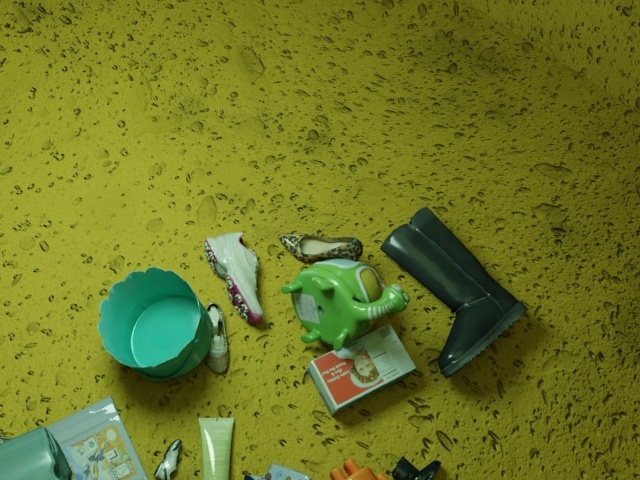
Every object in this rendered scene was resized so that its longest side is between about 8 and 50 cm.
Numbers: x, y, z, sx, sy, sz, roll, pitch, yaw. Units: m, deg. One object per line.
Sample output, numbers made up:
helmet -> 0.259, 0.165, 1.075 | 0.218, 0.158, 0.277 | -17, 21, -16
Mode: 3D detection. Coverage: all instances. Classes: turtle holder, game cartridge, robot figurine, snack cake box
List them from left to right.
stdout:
game cartridge -> -0.557, 0.561, 1.601 | 0.198, 0.062, 0.297 | -23, 67, -25
turtle holder -> 0.071, 0.149, 1.795 | 0.227, 0.320, 0.243 | -27, 81, -40
snack cake box -> 0.115, 0.361, 1.810 | 0.265, 0.089, 0.152 | -22, 69, -20
robot figurine -> 0.110, 0.660, 1.618 | 0.158, 0.128, 0.219 | -5, 56, -53

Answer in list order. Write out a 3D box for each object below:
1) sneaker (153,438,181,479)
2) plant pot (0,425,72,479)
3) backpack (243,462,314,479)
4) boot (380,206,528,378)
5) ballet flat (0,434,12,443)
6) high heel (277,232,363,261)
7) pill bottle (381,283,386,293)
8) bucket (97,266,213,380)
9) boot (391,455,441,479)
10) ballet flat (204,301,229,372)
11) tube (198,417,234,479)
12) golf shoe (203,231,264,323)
sneaker -> -0.381, 0.561, 1.644 | 0.044, 0.040, 0.109 | 32, 63, -10
plant pot -> -0.694, 0.585, 1.359 | 0.334, 0.341, 0.341 | -26, 68, -21
backpack -> -0.067, 0.669, 1.513 | 0.213, 0.277, 0.263 | -43, 109, -26
boot -> 0.348, 0.146, 1.936 | 0.367, 0.146, 0.445 | -32, 74, -33
ballet flat -> -0.923, 0.525, 1.510 | 0.483, 0.164, 0.182 | -17, 45, -17
high heel -> 0.000, 0.000, 1.934 | 0.261, 0.186, 0.093 | 23, 60, 3
pill bottle -> 0.160, 0.167, 1.952 | 0.083, 0.043, 0.043 | -30, 70, -23
bucket -> -0.425, 0.228, 1.702 | 0.281, 0.183, 0.281 | -4, 64, 7
boot -> 0.254, 0.615, 1.720 | 0.099, 0.045, 0.121 | 34, 61, 13
ballet flat -> -0.297, 0.265, 1.802 | 0.073, 0.067, 0.206 | -7, 63, -16
tube -> -0.265, 0.572, 1.647 | 0.062, 0.070, 0.240 | -24, 54, 27
golf shoe -> -0.225, 0.098, 1.887 | 0.140, 0.115, 0.306 | -23, 68, -24
